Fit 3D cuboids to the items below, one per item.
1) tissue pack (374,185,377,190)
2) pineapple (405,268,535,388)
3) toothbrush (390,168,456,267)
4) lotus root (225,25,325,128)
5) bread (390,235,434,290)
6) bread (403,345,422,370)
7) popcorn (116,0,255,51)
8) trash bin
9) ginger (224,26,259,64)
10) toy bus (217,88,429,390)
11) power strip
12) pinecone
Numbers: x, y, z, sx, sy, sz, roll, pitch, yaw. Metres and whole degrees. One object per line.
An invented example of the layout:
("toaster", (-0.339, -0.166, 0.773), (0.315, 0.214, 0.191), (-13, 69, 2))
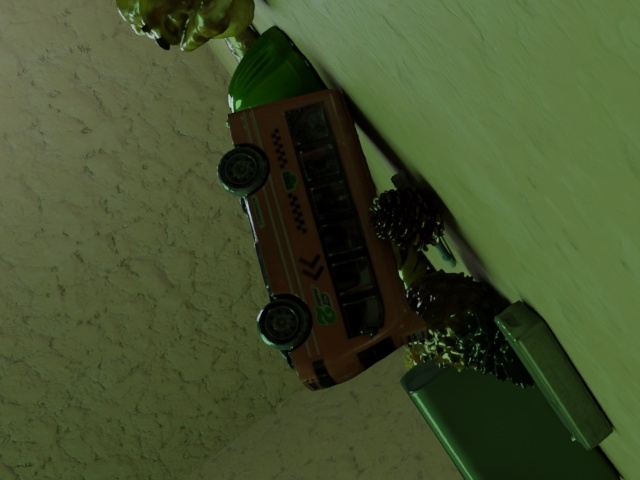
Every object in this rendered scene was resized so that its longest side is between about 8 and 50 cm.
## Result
("tissue pack", (0.005, -0.127, 2.123), (0.092, 0.148, 0.246), (51, 180, 25))
("pineapple", (0.233, 0.143, 1.712), (0.158, 0.158, 0.279), (53, 168, -26))
("toothbrush", (0.167, -0.027, 1.794), (0.019, 0.025, 0.275), (50, 177, 40))
("lotus root", (-0.091, -0.242, 1.894), (0.186, 0.186, 0.186), (52, 178, 2))
("bread", (0.196, 0.078, 2.331), (0.225, 0.081, 0.134), (54, 173, -10))
("bread", (0.274, 0.249, 2.151), (0.250, 0.179, 0.133), (52, 174, -1))
("popcorn", (-0.209, -0.389, 1.790), (0.190, 0.191, 0.253), (36, -179, -39))
("trash bin", (0.316, 0.328, 1.938), (0.343, 0.223, 0.158), (54, 178, -7))
("ginger", (-0.173, -0.421, 2.181), (0.118, 0.065, 0.299), (42, 168, 50))
("toy bus", (0.000, 0.000, 1.713), (0.203, 0.233, 0.426), (60, -167, -75))
("power strip", (0.326, 0.188, 1.567), (0.272, 0.052, 0.078), (54, 178, -28))
("pinecone", (0.122, -0.036, 1.601), (0.109, 0.102, 0.102), (21, -172, -17))
